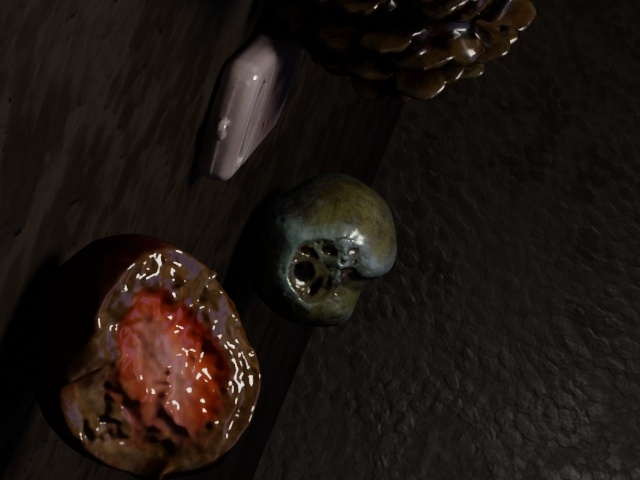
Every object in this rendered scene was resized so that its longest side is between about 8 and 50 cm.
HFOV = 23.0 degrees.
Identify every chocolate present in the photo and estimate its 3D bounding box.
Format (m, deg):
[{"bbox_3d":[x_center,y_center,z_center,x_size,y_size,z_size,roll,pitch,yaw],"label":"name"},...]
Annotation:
[{"bbox_3d":[-0.101,0.057,0.878,0.124,0.127,0.133,-40,136,-60],"label":"chocolate"}]

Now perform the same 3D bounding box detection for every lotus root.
[{"bbox_3d":[0.000,0.000,1.669,0.158,0.140,0.322,-52,-177,6],"label":"lotus root"}]

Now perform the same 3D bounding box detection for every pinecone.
[{"bbox_3d":[0.063,-0.210,1.189,0.184,0.179,0.205,-30,137,-29],"label":"pinecone"}]

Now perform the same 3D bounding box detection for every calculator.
[{"bbox_3d":[-0.053,-0.111,1.217,0.175,0.032,0.100,-59,168,-63],"label":"calculator"}]
